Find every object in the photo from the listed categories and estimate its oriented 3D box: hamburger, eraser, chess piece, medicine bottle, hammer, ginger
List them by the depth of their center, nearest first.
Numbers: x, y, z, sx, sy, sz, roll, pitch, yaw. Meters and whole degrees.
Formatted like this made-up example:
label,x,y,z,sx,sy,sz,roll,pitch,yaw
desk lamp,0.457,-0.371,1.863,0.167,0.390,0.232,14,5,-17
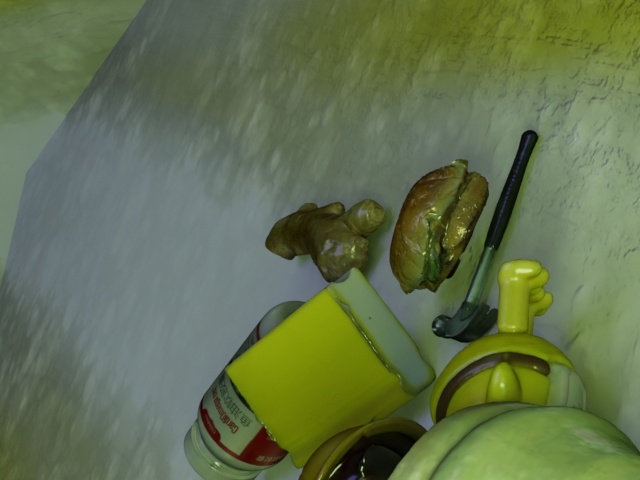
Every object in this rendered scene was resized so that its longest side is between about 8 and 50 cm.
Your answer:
label,x,y,z,sx,sy,sz,roll,pitch,yaw
chess piece,0.240,0.243,1.294,0.442,0.234,0.234,-2,67,62
hammer,0.192,-0.006,1.909,0.103,0.029,0.246,1,68,68
hamburger,0.115,-0.002,1.927,0.102,0.087,0.176,-52,-10,-50
eraser,0.009,0.149,1.992,0.226,0.158,0.069,-40,-7,41
medicine bottle,-0.067,0.195,2.188,0.250,0.131,0.131,-52,25,33
ginger,-0.003,-0.002,2.325,0.118,0.065,0.299,-57,20,-11

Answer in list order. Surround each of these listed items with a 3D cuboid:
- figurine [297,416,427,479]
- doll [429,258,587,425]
label,x,y,z,sx,sy,sz,roll,pitch,yaw
figurine,0.064,0.288,1.715,0.257,0.167,0.192,-116,25,-60
doll,0.164,0.195,1.586,0.199,0.145,0.363,64,-150,-58
